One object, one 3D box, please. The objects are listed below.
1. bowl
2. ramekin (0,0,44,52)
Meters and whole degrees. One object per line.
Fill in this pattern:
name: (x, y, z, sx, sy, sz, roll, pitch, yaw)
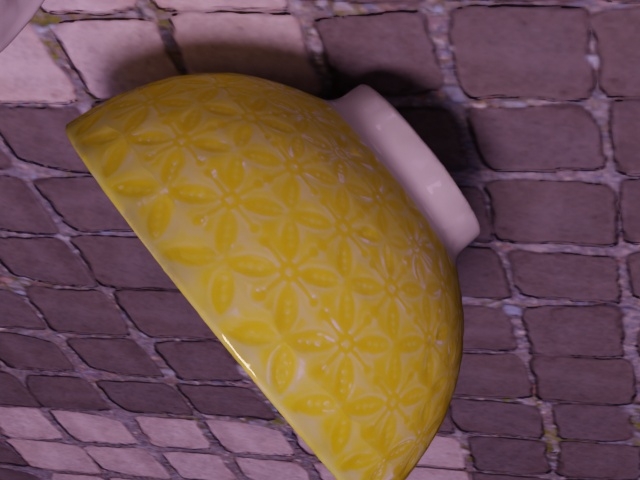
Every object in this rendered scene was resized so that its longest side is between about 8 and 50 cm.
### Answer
bowl: (0.000, 0.000, 0.842, 0.156, 0.289, 0.289, -38, 141, -3)
ramekin: (-0.195, -0.191, 0.523, 0.127, 0.273, 0.273, 13, 152, 21)
